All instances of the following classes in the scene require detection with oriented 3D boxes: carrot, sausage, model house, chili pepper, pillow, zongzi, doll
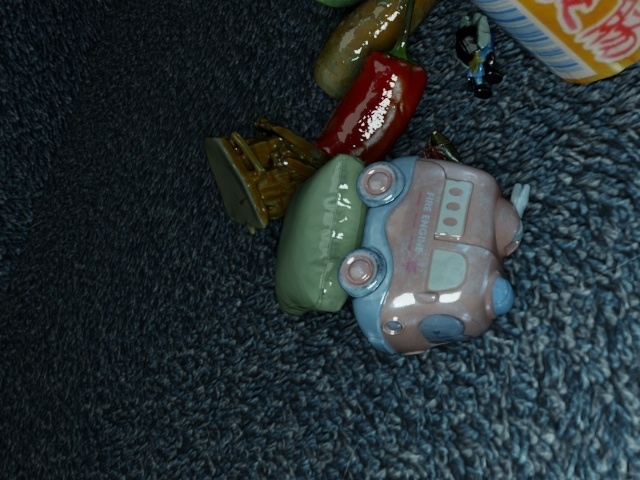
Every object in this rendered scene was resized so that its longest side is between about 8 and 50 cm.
[{"bbox_3d":[0.106,-0.408,1.904,0.302,0.139,0.138,-50,34,9],"label":"carrot"},{"bbox_3d":[0.347,-0.395,1.427,0.233,0.287,0.233,-34,39,33],"label":"sausage"},{"bbox_3d":[-0.081,-0.136,1.879,0.229,0.219,0.199,-21,10,-27],"label":"model house"},{"bbox_3d":[0.124,-0.280,1.770,0.338,0.131,0.134,-59,8,6],"label":"chili pepper"},{"bbox_3d":[0.000,0.000,1.631,0.322,0.120,0.255,154,128,-74],"label":"pillow"},{"bbox_3d":[0.199,-0.163,1.631,0.067,0.073,0.083,-45,32,-12],"label":"zongzi"},{"bbox_3d":[0.268,-0.329,1.679,0.096,0.070,0.195,-53,33,40],"label":"doll"}]

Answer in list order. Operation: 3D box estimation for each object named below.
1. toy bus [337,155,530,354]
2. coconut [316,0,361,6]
[{"bbox_3d":[0.171,0.023,1.395,0.232,0.197,0.294,4,67,22],"label":"toy bus"},{"bbox_3d":[0.041,-0.626,2.104,0.205,0.236,0.236,-23,34,-9],"label":"coconut"}]
